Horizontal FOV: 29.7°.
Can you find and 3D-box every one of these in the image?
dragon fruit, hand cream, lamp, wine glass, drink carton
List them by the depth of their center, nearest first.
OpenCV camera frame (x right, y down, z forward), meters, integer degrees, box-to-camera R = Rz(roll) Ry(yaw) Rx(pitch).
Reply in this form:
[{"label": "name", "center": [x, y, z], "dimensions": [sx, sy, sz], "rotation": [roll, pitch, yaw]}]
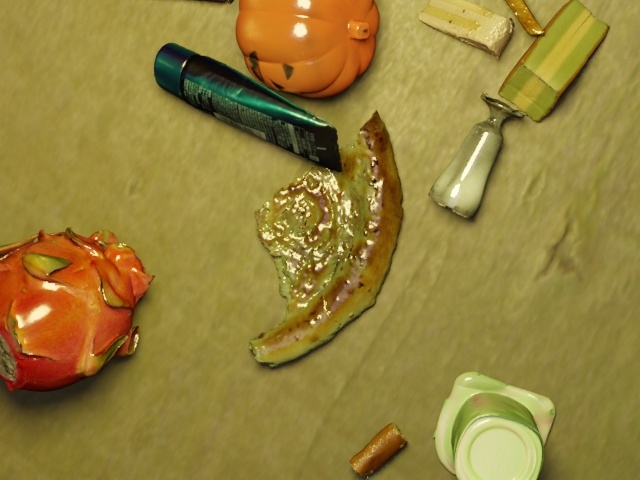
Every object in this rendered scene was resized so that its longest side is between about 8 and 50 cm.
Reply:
[{"label": "lamp", "center": [-0.008, -0.270, 1.519], "dimensions": [0.164, 0.188, 0.187], "rotation": [14, 97, 35]}, {"label": "hand cream", "center": [-0.091, -0.170, 1.561], "dimensions": [0.270, 0.120, 0.061], "rotation": [29, 70, 17]}, {"label": "drink carton", "center": [0.226, 0.267, 1.569], "dimensions": [0.146, 0.142, 0.144], "rotation": [18, 97, 2]}, {"label": "wine glass", "center": [0.205, -0.110, 1.574], "dimensions": [0.072, 0.072, 0.155], "rotation": [27, 98, 3]}, {"label": "dragon fruit", "center": [-0.344, 0.084, 1.577], "dimensions": [0.224, 0.227, 0.224], "rotation": [19, 125, 29]}]

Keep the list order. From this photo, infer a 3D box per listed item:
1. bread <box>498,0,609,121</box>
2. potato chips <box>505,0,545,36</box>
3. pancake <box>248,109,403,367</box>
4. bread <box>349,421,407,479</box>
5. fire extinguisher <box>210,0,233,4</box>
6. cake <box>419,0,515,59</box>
[{"label": "bread", "center": [0.306, -0.238, 1.583], "dimensions": [0.074, 0.084, 0.139], "rotation": [36, 66, 2]}, {"label": "potato chips", "center": [0.228, -0.343, 1.559], "dimensions": [0.026, 0.037, 0.204], "rotation": [-35, 78, 18]}, {"label": "pancake", "center": [0.000, 0.001, 1.613], "dimensions": [0.197, 0.054, 0.376], "rotation": [20, 95, 5]}, {"label": "bread", "center": [0.077, 0.284, 1.635], "dimensions": [0.083, 0.047, 0.036], "rotation": [-43, 59, 6]}, {"label": "fire extinguisher", "center": [-0.172, -0.343, 1.606], "dimensions": [0.158, 0.043, 0.064], "rotation": [7, 53, 4]}, {"label": "cake", "center": [0.188, -0.286, 1.570], "dimensions": [0.121, 0.065, 0.052], "rotation": [28, 94, 10]}]
